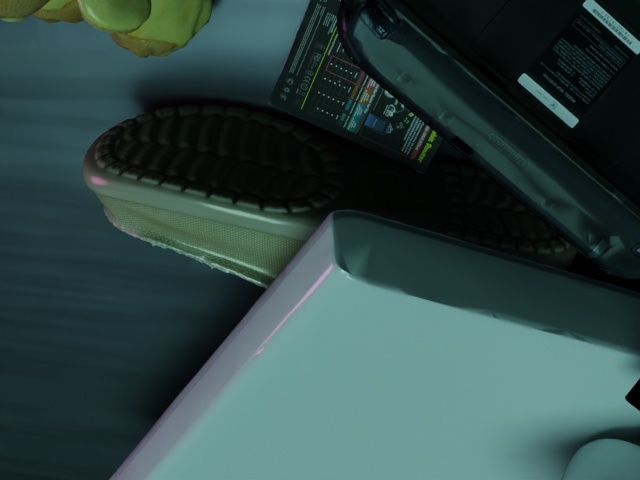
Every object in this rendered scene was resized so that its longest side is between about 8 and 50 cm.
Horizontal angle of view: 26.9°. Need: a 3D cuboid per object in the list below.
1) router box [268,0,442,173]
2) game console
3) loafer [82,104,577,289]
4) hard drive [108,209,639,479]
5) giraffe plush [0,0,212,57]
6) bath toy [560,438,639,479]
[{"bbox_3d":[0.038,-0.105,0.679,0.092,0.038,0.122,25,128,-2],"label":"router box"},{"bbox_3d":[0.178,-0.034,0.623,0.361,0.044,0.213,38,91,-12],"label":"game console"},{"bbox_3d":[0.000,0.000,0.726,0.269,0.102,0.092,13,125,4],"label":"loafer"},{"bbox_3d":[0.025,0.124,0.771,0.233,0.047,0.353,15,139,-24],"label":"hard drive"},{"bbox_3d":[-0.114,-0.160,0.599,0.181,0.170,0.210,24,128,-1],"label":"giraffe plush"},{"bbox_3d":[0.088,0.242,0.764,0.129,0.151,0.348,-7,148,-36],"label":"bath toy"}]
